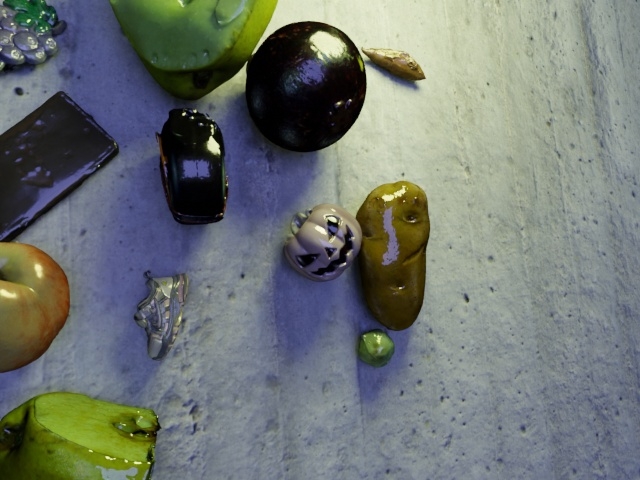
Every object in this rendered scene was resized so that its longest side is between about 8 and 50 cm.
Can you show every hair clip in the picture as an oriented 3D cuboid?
[{"bbox_3d":[-0.590,-0.405,0.830,0.124,0.052,0.195,29,65,-26],"label":"hair clip"}]

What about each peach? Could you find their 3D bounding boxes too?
[{"bbox_3d":[-0.541,0.121,0.700,0.233,0.233,0.232,3,82,-22],"label":"peach"}]

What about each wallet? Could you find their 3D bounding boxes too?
[{"bbox_3d":[-0.558,-0.138,0.805,0.165,0.042,0.309,45,70,-10],"label":"wallet"}]

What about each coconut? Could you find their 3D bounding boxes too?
[{"bbox_3d":[0.132,0.257,1.011,0.096,0.088,0.087,40,71,-21],"label":"coconut"}]

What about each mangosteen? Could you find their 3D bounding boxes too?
[{"bbox_3d":[-0.039,-0.342,0.927,0.289,0.288,0.287,3,82,-22],"label":"mangosteen"}]

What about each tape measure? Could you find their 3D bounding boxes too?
[{"bbox_3d":[-0.251,-0.139,0.843,0.135,0.202,0.222,-7,81,-19],"label":"tape measure"}]

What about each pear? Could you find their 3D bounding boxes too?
[{"bbox_3d":[-0.413,0.367,0.695,0.256,0.238,0.163,24,81,-19],"label":"pear"},{"bbox_3d":[-0.250,-0.448,0.860,0.343,0.238,0.317,10,96,10],"label":"pear"}]

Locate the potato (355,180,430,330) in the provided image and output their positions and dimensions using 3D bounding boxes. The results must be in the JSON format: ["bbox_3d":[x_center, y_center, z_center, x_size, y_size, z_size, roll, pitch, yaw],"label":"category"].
[{"bbox_3d":[0.178,0.040,1.023,0.177,0.195,0.368,0,93,14],"label":"potato"}]

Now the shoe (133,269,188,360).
[{"bbox_3d":[-0.326,0.145,0.838,0.093,0.089,0.179,16,75,-20],"label":"shoe"}]

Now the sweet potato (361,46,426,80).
[{"bbox_3d":[0.203,-0.488,1.142,0.206,0.068,0.059,12,55,-15],"label":"sweet potato"}]

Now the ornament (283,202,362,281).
[{"bbox_3d":[0.000,0.000,0.941,0.178,0.177,0.177,3,82,-22],"label":"ornament"}]
